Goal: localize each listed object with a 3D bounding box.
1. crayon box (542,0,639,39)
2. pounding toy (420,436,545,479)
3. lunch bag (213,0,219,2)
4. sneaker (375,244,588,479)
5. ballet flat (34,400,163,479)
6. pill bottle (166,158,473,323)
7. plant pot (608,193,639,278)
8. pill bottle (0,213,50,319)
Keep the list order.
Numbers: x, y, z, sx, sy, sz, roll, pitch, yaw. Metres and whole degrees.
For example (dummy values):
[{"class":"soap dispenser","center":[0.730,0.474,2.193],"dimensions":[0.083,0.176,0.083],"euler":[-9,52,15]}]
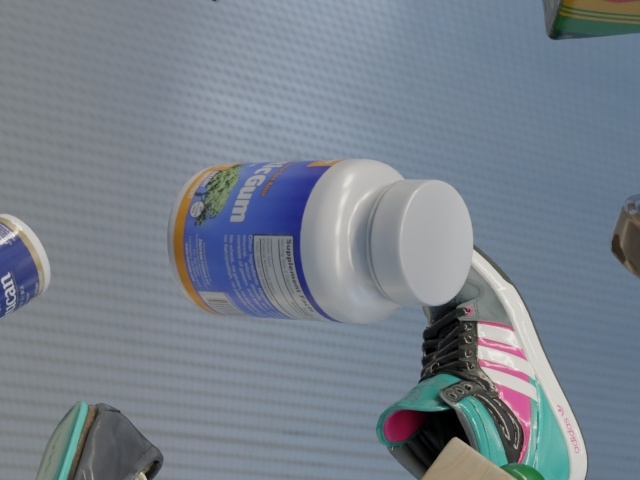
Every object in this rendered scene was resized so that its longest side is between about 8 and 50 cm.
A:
[{"class":"crayon box","center":[0.306,-0.207,0.947],"dimensions":[0.318,0.202,0.081],"euler":[-6,79,2]},{"class":"pounding toy","center":[0.092,0.167,0.754],"dimensions":[0.100,0.141,0.130],"euler":[34,-6,26]},{"class":"lunch bag","center":[-0.075,-0.224,1.090],"dimensions":[0.071,0.053,0.083],"euler":[-46,126,-11]},{"class":"sneaker","center":[0.123,0.135,1.474],"dimensions":[0.178,0.124,0.295],"euler":[-9,62,-37]},{"class":"ballet flat","center":[-0.119,0.155,0.706],"dimensions":[0.074,0.074,0.203],"euler":[37,32,-12]},{"class":"pill bottle","center":[0.000,0.000,1.394],"dimensions":[0.152,0.272,0.152],"euler":[0,90,-50]},{"class":"plant pot","center":[0.320,-0.009,0.987],"dimensions":[0.237,0.109,0.237],"euler":[16,17,-5]},{"class":"pill bottle","center":[-0.352,0.049,1.450],"dimensions":[0.169,0.094,0.094],"euler":[-35,85,-40]}]
